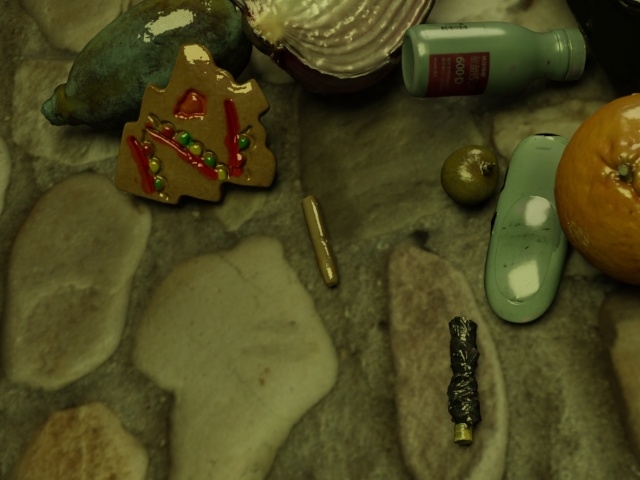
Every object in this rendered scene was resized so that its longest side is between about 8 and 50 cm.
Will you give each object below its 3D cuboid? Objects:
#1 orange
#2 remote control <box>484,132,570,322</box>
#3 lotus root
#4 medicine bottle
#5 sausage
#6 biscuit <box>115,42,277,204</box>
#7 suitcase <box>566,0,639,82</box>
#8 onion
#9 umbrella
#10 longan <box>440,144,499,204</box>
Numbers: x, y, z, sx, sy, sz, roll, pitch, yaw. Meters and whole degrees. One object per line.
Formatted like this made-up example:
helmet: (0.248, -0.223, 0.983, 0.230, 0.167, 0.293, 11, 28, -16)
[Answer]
orange: (0.364, -0.057, 1.130, 0.219, 0.193, 0.219, -2, 77, 11)
remote control: (0.247, -0.022, 1.227, 0.097, 0.045, 0.256, 3, 60, 19)
lotus root: (-0.245, -0.230, 1.437, 0.322, 0.158, 0.140, -27, 38, 9)
medicine bottle: (0.214, -0.226, 1.300, 0.217, 0.090, 0.090, -4, 58, -7)
sausage: (0.000, 0.000, 1.305, 0.024, 0.024, 0.132, -20, 56, 6)
biscuit: (-0.173, -0.130, 1.368, 0.239, 0.041, 0.212, -31, 98, 12)
suitcase: (0.419, -0.398, 1.291, 0.283, 0.194, 0.433, -12, 58, -5)
onion: (0.047, -0.353, 1.400, 0.349, 0.159, 0.267, -38, 90, -7)
umbrella: (0.158, 0.154, 1.158, 0.037, 0.040, 0.143, -1, 62, 7)
longan: (0.184, -0.080, 1.259, 0.075, 0.083, 0.075, 4, 79, -24)
